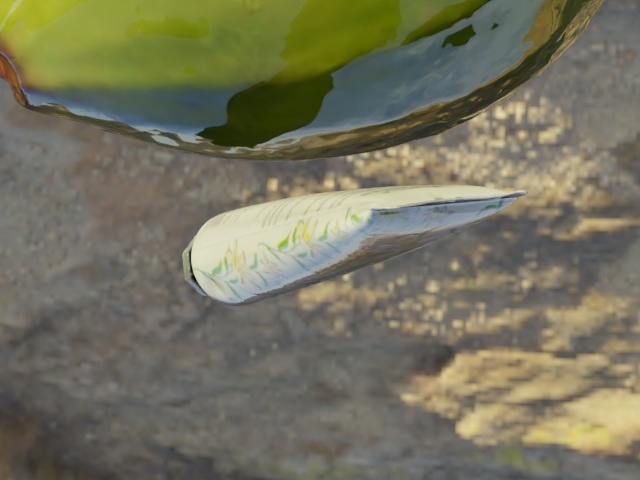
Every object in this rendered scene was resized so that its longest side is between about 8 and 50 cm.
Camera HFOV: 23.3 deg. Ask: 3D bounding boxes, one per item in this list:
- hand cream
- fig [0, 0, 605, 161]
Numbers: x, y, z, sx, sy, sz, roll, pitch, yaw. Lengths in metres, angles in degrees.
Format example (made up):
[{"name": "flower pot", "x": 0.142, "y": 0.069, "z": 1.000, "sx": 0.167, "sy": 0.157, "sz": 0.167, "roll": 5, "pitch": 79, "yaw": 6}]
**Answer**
[{"name": "hand cream", "x": 0.000, "y": 0.000, "z": 0.625, "sx": 0.067, "sy": 0.042, "sz": 0.194, "roll": -1, "pitch": 174, "yaw": -31}, {"name": "fig", "x": -0.021, "y": -0.168, "z": 0.690, "sx": 0.316, "sy": 0.316, "sz": 0.316, "roll": 5, "pitch": 149, "yaw": 3}]
